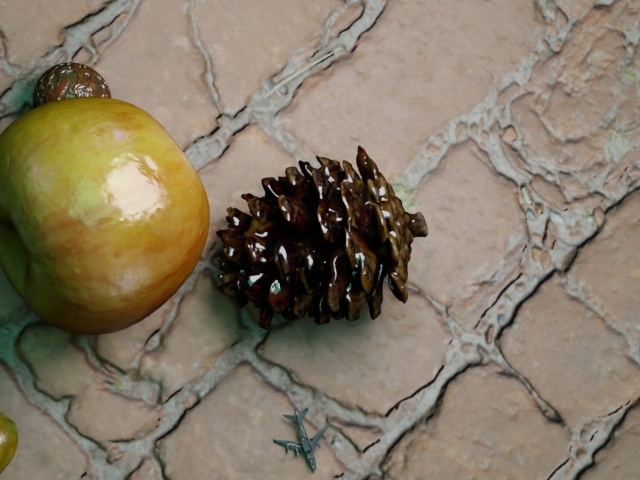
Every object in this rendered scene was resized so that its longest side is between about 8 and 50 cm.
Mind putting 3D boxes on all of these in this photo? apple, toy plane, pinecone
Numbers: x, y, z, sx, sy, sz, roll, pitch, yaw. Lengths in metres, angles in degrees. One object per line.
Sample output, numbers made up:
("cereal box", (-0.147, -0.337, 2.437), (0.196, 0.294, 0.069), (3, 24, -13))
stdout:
("apple", (-0.266, -0.033, 1.507), (0.233, 0.286, 0.286), (-27, 88, -27))
("toy plane", (-0.020, 0.259, 1.646), (0.078, 0.024, 0.084), (-18, 85, 2))
("pinecone", (0.000, 0.000, 1.598), (0.272, 0.224, 0.224), (-8, 82, 0))

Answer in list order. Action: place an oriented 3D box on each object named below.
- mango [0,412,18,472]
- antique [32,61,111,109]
("mango", (-0.447, 0.257, 1.510), (0.165, 0.089, 0.115), (8, 69, -16))
("antique", (-0.314, -0.177, 1.611), (0.104, 0.104, 0.104), (2, 80, -14))
